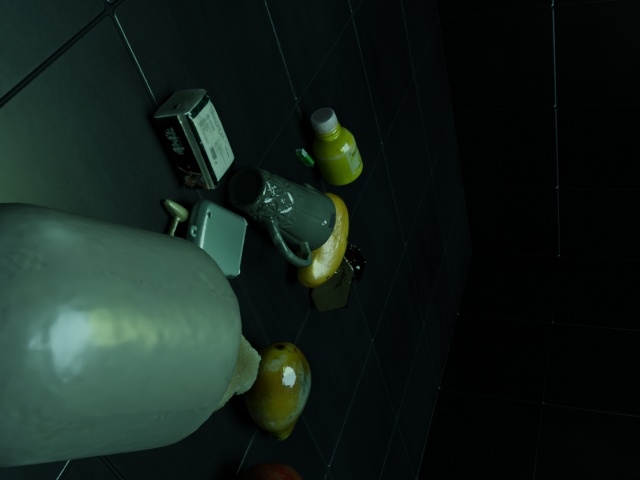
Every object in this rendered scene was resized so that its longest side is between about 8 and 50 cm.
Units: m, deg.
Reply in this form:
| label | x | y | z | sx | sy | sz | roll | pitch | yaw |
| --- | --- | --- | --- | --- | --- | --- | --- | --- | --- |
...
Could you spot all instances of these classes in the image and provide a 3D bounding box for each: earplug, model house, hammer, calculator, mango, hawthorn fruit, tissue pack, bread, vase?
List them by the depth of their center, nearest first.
| label | x | y | z | sx | sy | sz | roll | pitch | yaw |
| --- | --- | --- | --- | --- | --- | --- | --- | --- | --- |
| earplug | -0.333 | 0.115 | 0.822 | 0.394 | 0.312 | 0.313 | 20 | 74 | -61 |
| hammer | -0.295 | 0.019 | 1.229 | 0.060 | 0.028 | 0.195 | 41 | 56 | -55 |
| tissue pack | -0.236 | -0.192 | 1.258 | 0.103 | 0.090 | 0.170 | -63 | 148 | -42 |
| bread | -0.231 | 0.230 | 1.298 | 0.337 | 0.101 | 0.183 | 62 | 38 | -48 |
| calculator | -0.211 | 0.000 | 1.354 | 0.246 | 0.045 | 0.141 | 30 | 67 | -72 |
| hawthorn fruit | -0.101 | 0.611 | 1.441 | 0.208 | 0.248 | 0.208 | -16 | 120 | -29 |
| vase | -0.088 | -0.067 | 1.541 | 0.301 | 0.156 | 0.251 | 28 | 48 | -57 |
| mango | -0.095 | 0.366 | 1.575 | 0.316 | 0.146 | 0.193 | 83 | 28 | -45 |
| mango | -0.003 | -0.002 | 1.766 | 0.157 | 0.108 | 0.262 | 22 | 83 | -42 |
| model house | 0.047 | 0.103 | 1.924 | 0.164 | 0.141 | 0.203 | -64 | 174 | -79 |

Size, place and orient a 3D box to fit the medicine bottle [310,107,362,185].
| label | x | y | z | sx | sy | sz | roll | pitch | yaw |
| --- | --- | --- | --- | --- | --- | --- | --- | --- | --- |
| medicine bottle | 0.036 | -0.263 | 1.822 | 0.213 | 0.121 | 0.122 | 65 | 36 | -46 |

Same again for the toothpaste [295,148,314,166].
| label | x | y | z | sx | sy | sz | roll | pitch | yaw |
| --- | --- | --- | --- | --- | --- | --- | --- | --- | --- |
| toothpaste | -0.041 | -0.222 | 1.777 | 0.083 | 0.020 | 0.017 | 40 | 54 | -61 |
